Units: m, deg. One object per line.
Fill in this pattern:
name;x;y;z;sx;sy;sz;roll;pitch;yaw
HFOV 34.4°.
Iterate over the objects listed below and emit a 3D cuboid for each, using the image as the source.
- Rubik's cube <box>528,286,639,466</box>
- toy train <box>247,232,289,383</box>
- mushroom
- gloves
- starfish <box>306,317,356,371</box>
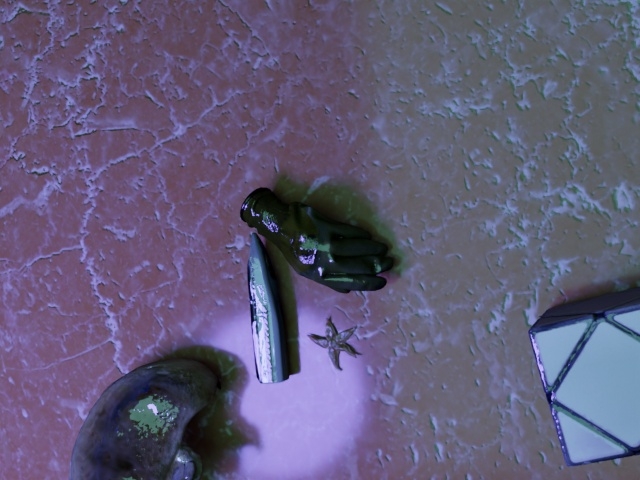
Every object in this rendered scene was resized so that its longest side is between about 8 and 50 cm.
Rubik's cube;0.431;0.183;1.471;0.207;0.205;0.205;-17;89;21
toy train;-0.086;0.111;1.723;0.048;0.055;0.251;-2;97;20
mushroom;-0.301;0.347;1.723;0.247;0.130;0.344;24;81;35
gloves;-0.010;0.005;1.671;0.268;0.107;0.135;25;134;14
starfish;0.020;0.174;1.719;0.086;0.016;0.092;-5;96;22
